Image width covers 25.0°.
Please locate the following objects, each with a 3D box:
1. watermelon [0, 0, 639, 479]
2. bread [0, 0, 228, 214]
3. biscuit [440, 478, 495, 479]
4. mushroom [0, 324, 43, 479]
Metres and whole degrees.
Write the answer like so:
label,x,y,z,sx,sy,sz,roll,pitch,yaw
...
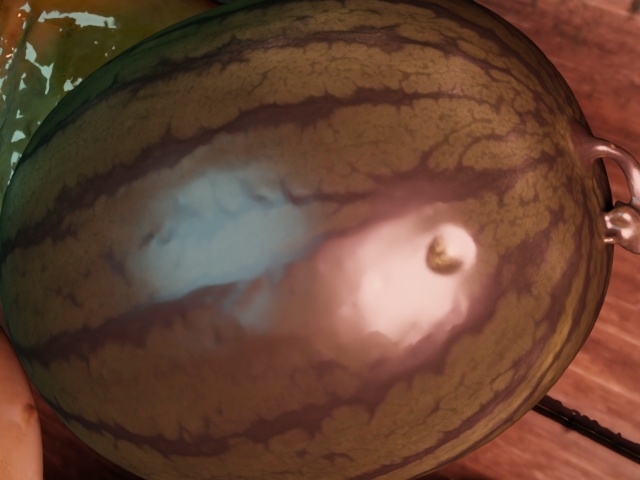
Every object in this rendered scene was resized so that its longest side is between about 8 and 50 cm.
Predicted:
label,x,y,z,sx,sy,sz,roll,pitch,yaw
watermelon,0.000,0.000,0.775,0.359,0.279,0.279,-17,77,26
bread,-0.165,-0.095,0.989,0.262,0.162,0.204,4,78,37
biscuit,-0.074,0.199,0.913,0.426,0.144,0.078,-11,80,37
mushroom,-0.342,0.137,0.831,0.294,0.362,0.362,105,146,-67
